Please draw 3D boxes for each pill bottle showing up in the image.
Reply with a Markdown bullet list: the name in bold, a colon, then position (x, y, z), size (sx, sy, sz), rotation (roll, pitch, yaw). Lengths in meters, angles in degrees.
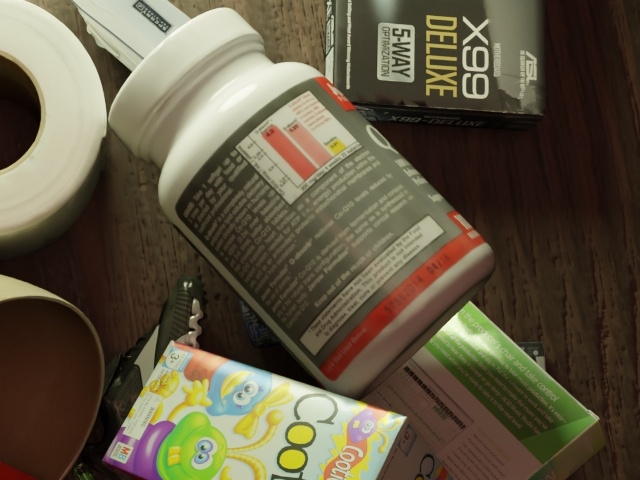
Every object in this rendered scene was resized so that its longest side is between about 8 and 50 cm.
- **pill bottle**: position (-0.023, -0.039, 1.323), size (0.210, 0.210, 0.363), rotation (-41, 81, -14)

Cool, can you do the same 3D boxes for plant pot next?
- **plant pot**: position (-0.377, 0.140, 1.313), size (0.191, 0.284, 0.284), rotation (29, 74, 33)

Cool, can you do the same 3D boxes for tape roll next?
- **tape roll**: position (-0.341, -0.109, 1.388), size (0.246, 0.169, 0.246), rotation (2, 80, -9)

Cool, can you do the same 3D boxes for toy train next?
- **toy train**: position (-0.229, 0.265, 1.418), size (0.017, 0.024, 0.083), rotation (-34, 88, -14)

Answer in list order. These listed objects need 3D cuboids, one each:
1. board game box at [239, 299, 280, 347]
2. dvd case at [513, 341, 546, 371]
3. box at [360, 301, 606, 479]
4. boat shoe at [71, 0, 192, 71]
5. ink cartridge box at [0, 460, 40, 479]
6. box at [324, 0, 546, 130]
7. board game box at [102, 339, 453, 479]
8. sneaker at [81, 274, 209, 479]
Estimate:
- **board game box**: position (0.000, 0.000, 1.454), size (0.194, 0.060, 0.194), rotation (-13, 82, 10)
- **dvd case**: position (0.163, 0.231, 1.491), size (0.179, 0.029, 0.239), rotation (-1, 81, -10)
- **box**: position (0.090, 0.221, 1.378), size (0.322, 0.058, 0.232), rotation (-39, 50, -7)
- **boat shoe**: position (-0.216, -0.238, 1.474), size (0.258, 0.084, 0.095), rotation (47, 52, -2)
- **ink cartridge box**: position (-0.317, 0.332, 1.276), size (0.060, 0.275, 0.239), rotation (19, 75, 31)
- **box**: position (0.128, -0.283, 1.547), size (0.242, 0.076, 0.307), rotation (3, 80, -10)
- **board game box**: position (-0.040, 0.218, 1.301), size (0.275, 0.142, 0.144), rotation (14, 64, 32)
- **sneaker**: position (-0.186, 0.140, 1.419), size (0.106, 0.078, 0.234), rotation (17, 80, -9)
